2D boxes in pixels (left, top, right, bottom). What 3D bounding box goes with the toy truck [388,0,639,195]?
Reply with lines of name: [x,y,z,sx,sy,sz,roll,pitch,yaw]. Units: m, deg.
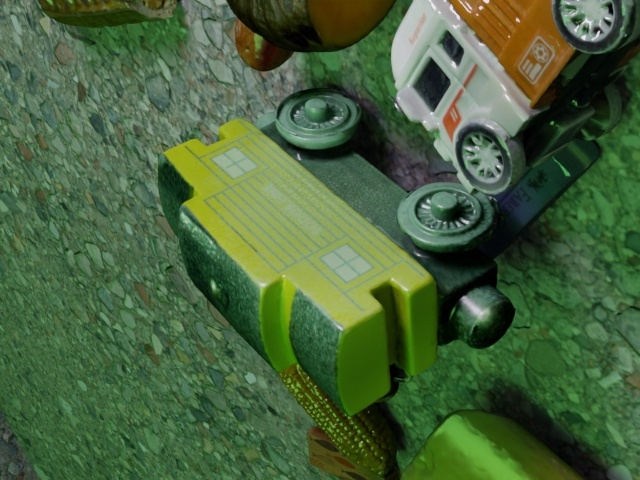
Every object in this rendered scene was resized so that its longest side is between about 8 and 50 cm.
toy truck: [0.197,-0.221,0.855,0.207,0.173,0.387,51,145,16]

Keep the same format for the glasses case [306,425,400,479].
glasses case: [0.051,0.351,1.666,0.170,0.041,0.065,18,122,43]

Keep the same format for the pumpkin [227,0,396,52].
pumpkin: [-0.022,-0.319,0.986,0.139,0.222,0.317,29,140,31]

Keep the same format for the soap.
soap: [0.298,0.398,1.334,0.427,0.115,0.306,44,142,13]

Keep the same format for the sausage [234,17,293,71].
sausage: [-0.052,-0.326,1.123,0.076,0.102,0.302,39,144,41]

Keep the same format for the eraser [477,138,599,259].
eraser: [0.204,-0.056,1.111,0.082,0.036,0.225,50,147,10]

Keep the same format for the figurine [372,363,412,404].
figurine: [0.086,0.172,1.442,0.098,0.082,0.154,16,135,17]

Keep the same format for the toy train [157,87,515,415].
toy train: [0.000,0.000,1.161,0.442,0.272,0.179,42,150,40]

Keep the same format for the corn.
corn: [0.023,0.236,1.548,0.262,0.097,0.097,54,147,-2]

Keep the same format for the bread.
bread: [-0.303,-0.343,1.437,0.269,0.098,0.087,10,85,46]
